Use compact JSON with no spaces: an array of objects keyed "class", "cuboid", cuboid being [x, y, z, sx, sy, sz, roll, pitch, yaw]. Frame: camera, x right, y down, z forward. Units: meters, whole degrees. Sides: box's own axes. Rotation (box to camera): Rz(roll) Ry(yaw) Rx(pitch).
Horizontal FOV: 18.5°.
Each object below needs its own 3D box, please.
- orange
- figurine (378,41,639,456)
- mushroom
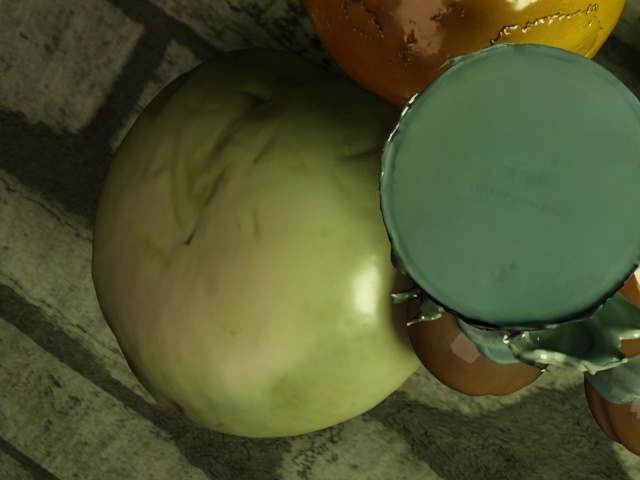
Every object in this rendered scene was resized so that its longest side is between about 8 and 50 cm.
[{"class":"orange","cuboid":[0.106,-0.205,1.423,0.246,0.246,0.246,22,144,17]},{"class":"figurine","cuboid":[0.182,0.019,1.414,0.276,0.248,0.388,22,-179,18]},{"class":"mushroom","cuboid":[-0.024,-0.013,1.735,0.353,0.353,0.325,-13,102,47]}]
